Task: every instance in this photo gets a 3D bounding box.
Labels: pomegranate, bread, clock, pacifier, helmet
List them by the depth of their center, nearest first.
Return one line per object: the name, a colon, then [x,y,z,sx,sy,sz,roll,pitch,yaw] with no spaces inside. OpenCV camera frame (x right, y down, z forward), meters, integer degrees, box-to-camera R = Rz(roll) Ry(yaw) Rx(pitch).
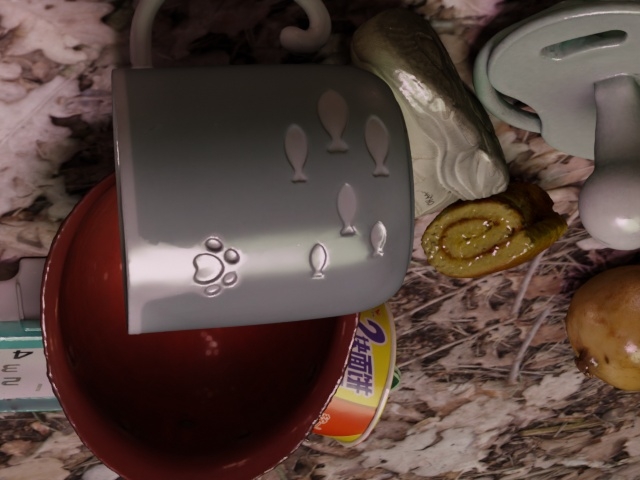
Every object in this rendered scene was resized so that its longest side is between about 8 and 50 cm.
pacifier: [0.308,-0.115,1.820,0.288,0.269,0.343,-12,150,30]
helmet: [-0.138,0.065,1.905,0.338,0.230,0.384,1,103,-7]
bread: [0.208,-0.014,2.035,0.132,0.103,0.172,-22,179,25]
clock: [-0.292,0.118,2.103,0.262,0.116,0.231,0,151,-20]
pomegranate: [0.418,0.123,2.319,0.196,0.196,0.196,-10,148,-6]

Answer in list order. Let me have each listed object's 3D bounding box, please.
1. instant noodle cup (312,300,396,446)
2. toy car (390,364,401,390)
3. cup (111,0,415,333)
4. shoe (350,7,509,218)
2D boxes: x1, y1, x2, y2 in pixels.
instant noodle cup: [-0.026,0.148,2.173,0.174,0.213,0.213,11,141,-22]
toy car: [0.019,0.183,2.367,0.186,0.058,0.093,-2,149,3]
cup: [-0.061,-0.094,1.652,0.275,0.356,0.259,-3,-179,-8]
shoe: [0.067,-0.110,1.849,0.211,0.132,0.342,-24,151,11]
